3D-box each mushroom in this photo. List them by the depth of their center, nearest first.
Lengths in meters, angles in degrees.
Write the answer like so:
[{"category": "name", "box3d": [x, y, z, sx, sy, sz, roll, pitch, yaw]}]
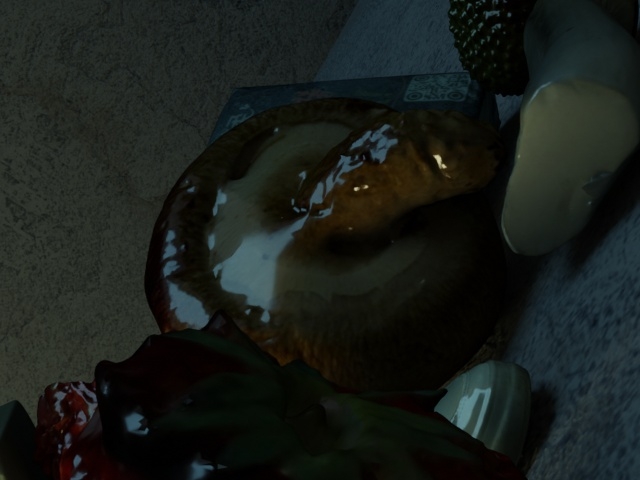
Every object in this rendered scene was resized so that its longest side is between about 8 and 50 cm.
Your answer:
[{"category": "mushroom", "box3d": [0.213, -0.132, 1.067, 0.159, 0.122, 0.328, -41, 16, 31]}, {"category": "mushroom", "box3d": [0.004, 0.019, 1.122, 0.345, 0.239, 0.345, -19, 21, 8]}]

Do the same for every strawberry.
[{"category": "strawberry", "box3d": [-0.025, 0.219, 0.737, 0.291, 0.292, 0.309, -74, 2, -58]}]

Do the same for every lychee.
[{"category": "lychee", "box3d": [0.208, -0.234, 1.330, 0.171, 0.171, 0.171, -55, 10, 15]}]

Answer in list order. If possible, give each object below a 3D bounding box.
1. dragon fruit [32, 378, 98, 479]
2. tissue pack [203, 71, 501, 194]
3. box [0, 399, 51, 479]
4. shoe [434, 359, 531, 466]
[{"category": "dragon fruit", "box3d": [-0.164, 0.267, 1.299, 0.302, 0.330, 0.240, -62, -12, -10]}, {"category": "tissue pack", "box3d": [0.029, -0.094, 1.380, 0.228, 0.316, 0.103, -70, -28, -50]}, {"category": "box", "box3d": [-0.291, 0.368, 1.345, 0.090, 0.367, 0.373, -26, 5, -7]}, {"category": "shoe", "box3d": [0.015, 0.192, 0.929, 0.316, 0.159, 0.124, -58, 8, 15]}]
